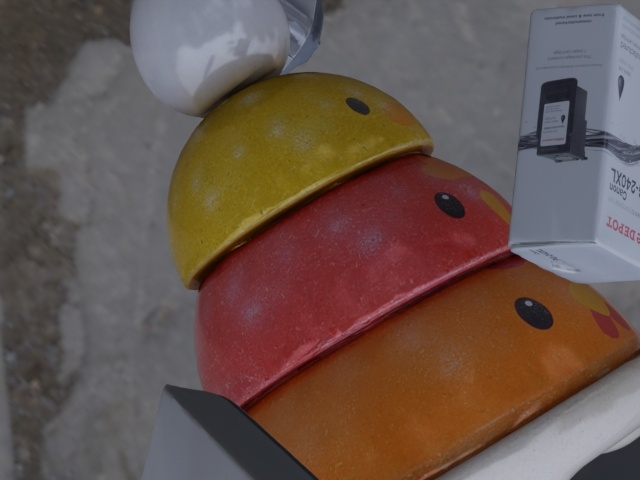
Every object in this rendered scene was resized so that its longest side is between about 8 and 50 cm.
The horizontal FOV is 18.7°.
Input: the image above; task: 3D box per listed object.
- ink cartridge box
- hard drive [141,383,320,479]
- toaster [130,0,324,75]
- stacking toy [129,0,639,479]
[{"bbox_3d":[0.171,-0.056,1.192,0.109,0.063,0.150,22,71,-55],"label":"ink cartridge box"},{"bbox_3d":[-0.080,0.272,1.017,0.047,0.233,0.353,12,95,-18],"label":"hard drive"},{"bbox_3d":[-0.083,-0.239,1.785,0.146,0.227,0.129,31,128,-23],"label":"toaster"},{"bbox_3d":[0.000,0.000,1.402,0.351,0.350,0.479,-29,84,-18],"label":"stacking toy"}]
